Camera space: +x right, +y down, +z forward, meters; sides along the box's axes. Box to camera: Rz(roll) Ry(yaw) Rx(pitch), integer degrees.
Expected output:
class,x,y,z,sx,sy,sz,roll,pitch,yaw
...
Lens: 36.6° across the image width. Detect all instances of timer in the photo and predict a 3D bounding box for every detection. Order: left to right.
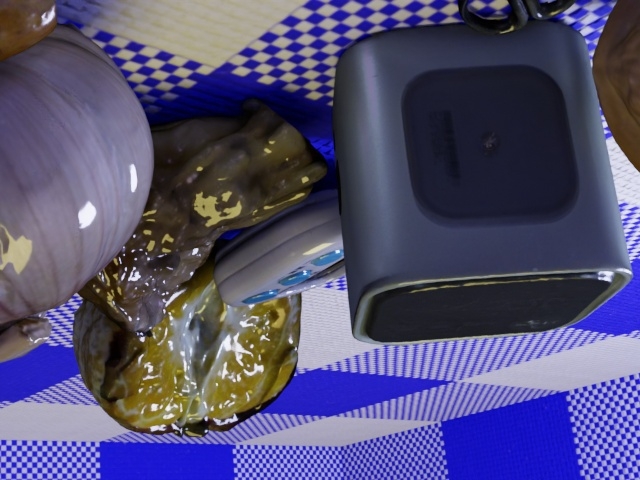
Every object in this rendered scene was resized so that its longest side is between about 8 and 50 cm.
class,x,y,z,sx,sy,sz,roll,pitch,yaw
timer,0.000,0.001,1.214,0.237,0.087,0.262,-14,168,-45

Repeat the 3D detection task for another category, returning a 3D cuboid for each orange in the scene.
class,x,y,z,sx,sy,sz,roll,pitch,yaw
orange,-0.190,0.117,1.349,0.369,0.271,0.210,8,-164,-47

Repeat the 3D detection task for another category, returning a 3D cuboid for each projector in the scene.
class,x,y,z,sx,sy,sz,roll,pitch,yaw
projector,0.146,-0.044,0.966,0.248,0.249,0.248,-4,160,-3

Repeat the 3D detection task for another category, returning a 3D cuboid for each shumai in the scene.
class,x,y,z,sx,sy,sz,roll,pitch,yaw
shumai,-0.162,-0.063,1.036,0.283,0.217,0.346,-42,168,5

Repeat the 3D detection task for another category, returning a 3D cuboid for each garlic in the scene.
class,x,y,z,sx,sy,sz,roll,pitch,yaw
garlic,-0.271,-0.036,0.727,0.241,0.322,0.322,37,144,-17

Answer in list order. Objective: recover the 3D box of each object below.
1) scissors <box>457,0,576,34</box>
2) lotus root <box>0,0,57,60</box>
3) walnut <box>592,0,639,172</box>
class,x,y,z,sx,sy,sz,roll,pitch,yaw
scissors,0.132,-0.242,0.748,0.109,0.022,0.300,-17,157,19
lotus root,-0.314,-0.185,0.578,0.291,0.193,0.193,-5,161,-21
walnut,0.356,-0.140,0.809,0.257,0.257,0.224,-8,-168,6
